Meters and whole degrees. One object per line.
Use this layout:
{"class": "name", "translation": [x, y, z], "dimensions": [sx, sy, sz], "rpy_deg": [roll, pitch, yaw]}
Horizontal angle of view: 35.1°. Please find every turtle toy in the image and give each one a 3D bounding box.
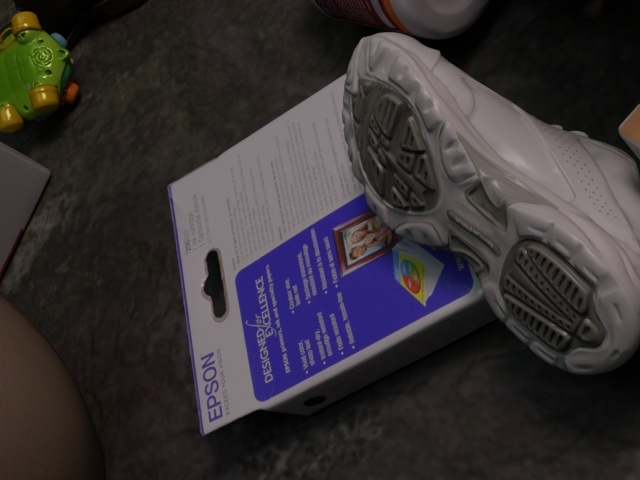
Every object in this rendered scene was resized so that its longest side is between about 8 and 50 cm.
{"class": "turtle toy", "translation": [-0.272, -0.146, 0.934], "dimensions": [0.130, 0.066, 0.095], "rpy_deg": [-22, 79, 32]}

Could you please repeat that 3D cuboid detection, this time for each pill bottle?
{"class": "pill bottle", "translation": [0.040, -0.187, 0.684], "dimensions": [0.152, 0.086, 0.086], "rpy_deg": [27, 86, 51]}

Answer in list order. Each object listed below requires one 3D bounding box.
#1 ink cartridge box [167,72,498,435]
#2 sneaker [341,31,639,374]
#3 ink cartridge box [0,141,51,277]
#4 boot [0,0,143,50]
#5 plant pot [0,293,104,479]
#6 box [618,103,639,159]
{"class": "ink cartridge box", "translation": [0.000, 0.000, 0.653], "dimensions": [0.208, 0.045, 0.206], "rpy_deg": [-29, 53, 22]}
{"class": "sneaker", "translation": [0.105, -0.032, 0.545], "dimensions": [0.232, 0.115, 0.090], "rpy_deg": [50, 140, 25]}
{"class": "ink cartridge box", "translation": [-0.361, -0.045, 0.913], "dimensions": [0.176, 0.127, 0.128], "rpy_deg": [14, 78, 43]}
{"class": "boot", "translation": [-0.263, -0.235, 0.945], "dimensions": [0.219, 0.106, 0.082], "rpy_deg": [-25, 54, 27]}
{"class": "plant pot", "translation": [-0.259, 0.160, 0.681], "dimensions": [0.284, 0.191, 0.284], "rpy_deg": [-19, 57, 32]}
{"class": "box", "translation": [0.246, -0.039, 0.442], "dimensions": [0.130, 0.091, 0.170], "rpy_deg": [-50, 46, 7]}
